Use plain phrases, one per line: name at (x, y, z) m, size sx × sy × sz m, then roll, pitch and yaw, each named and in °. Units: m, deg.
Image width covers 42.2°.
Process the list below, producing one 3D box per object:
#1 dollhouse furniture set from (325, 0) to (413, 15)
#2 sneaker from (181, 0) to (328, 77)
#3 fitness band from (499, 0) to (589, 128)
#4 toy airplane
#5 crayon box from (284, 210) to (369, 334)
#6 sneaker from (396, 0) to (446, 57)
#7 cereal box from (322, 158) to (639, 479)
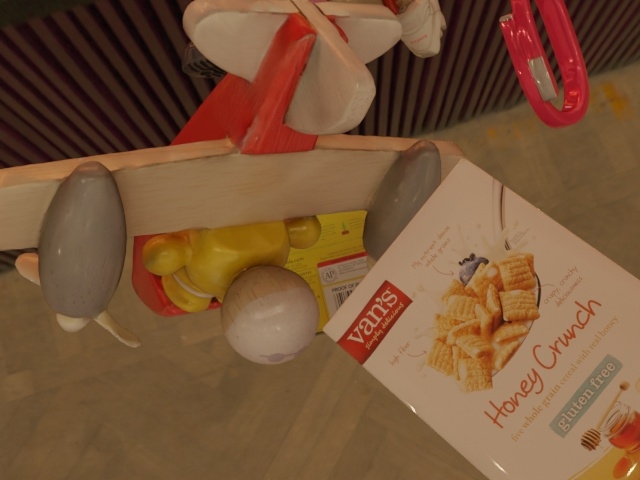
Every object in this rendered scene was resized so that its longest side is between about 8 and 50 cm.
dollhouse furniture set at (0.026, -0.384, 0.954) m, size 0.135 × 0.262 × 0.259 m, roll -24°, pitch 112°, yaw 26°
sneaker at (-0.051, -0.322, 1.127) m, size 0.319 × 0.112 × 0.131 m, roll -18°, pitch 85°, yaw 9°
fitness band at (0.390, -0.336, 1.438) m, size 0.054 × 0.209 × 0.290 m, roll -13°, pitch 105°, yaw 37°
toy airplane at (-0.056, -0.031, 0.727) m, size 0.386 × 0.384 × 0.272 m, roll -21°, pitch 73°, yaw 8°
crayon box at (0.000, 0.000, 1.439) m, size 0.202 × 0.081 × 0.318 m, roll -13°, pitch 81°, yaw 4°
sneaker at (0.140, -0.350, 1.236) m, size 0.090 × 0.115 × 0.232 m, roll -17°, pitch 41°, yaw 26°
cereal box at (0.142, 0.075, 0.592) m, size 0.240 × 0.047 × 0.173 m, roll 39°, pitch 90°, yaw 24°
